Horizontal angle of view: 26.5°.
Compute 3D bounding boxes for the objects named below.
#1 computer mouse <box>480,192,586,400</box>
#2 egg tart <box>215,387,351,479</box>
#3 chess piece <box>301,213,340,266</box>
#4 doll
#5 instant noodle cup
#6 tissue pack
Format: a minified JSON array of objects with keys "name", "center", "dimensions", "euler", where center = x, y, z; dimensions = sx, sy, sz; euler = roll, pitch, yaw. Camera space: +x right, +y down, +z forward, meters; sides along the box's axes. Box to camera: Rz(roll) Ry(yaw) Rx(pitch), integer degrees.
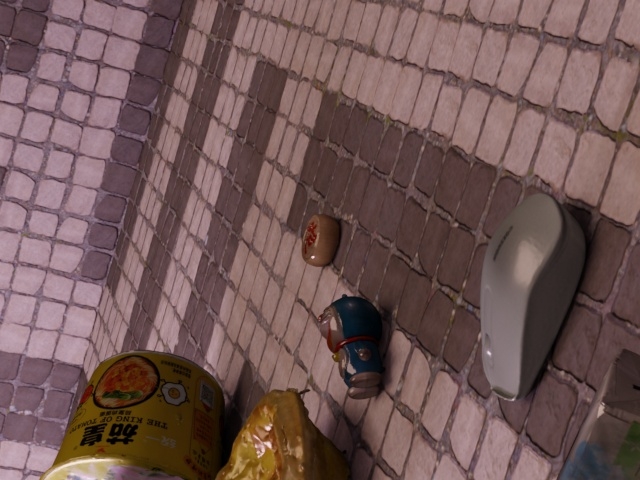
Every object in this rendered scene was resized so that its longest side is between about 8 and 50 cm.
[{"name":"computer mouse","center":[0.210,0.058,1.456],"dimensions":[0.128,0.079,0.230],"euler":[-119,43,-66]},{"name":"egg tart","center":[-0.047,0.370,1.869],"dimensions":[0.341,0.132,0.341],"euler":[-167,90,-70]},{"name":"chess piece","center":[0.000,0.000,2.132],"dimensions":[0.084,0.038,0.083],"euler":[-164,90,-70]},{"name":"doll","center":[0.046,0.137,1.847],"dimensions":[0.114,0.086,0.152],"euler":[99,162,-57]},{"name":"instant noodle cup","center":[-0.308,0.364,2.377],"dimensions":[0.325,0.326,0.254],"euler":[124,162,-45]},{"name":"tissue pack","center":[0.261,0.234,1.131],"dimensions":[0.229,0.145,0.159],"euler":[-70,-12,17]}]
